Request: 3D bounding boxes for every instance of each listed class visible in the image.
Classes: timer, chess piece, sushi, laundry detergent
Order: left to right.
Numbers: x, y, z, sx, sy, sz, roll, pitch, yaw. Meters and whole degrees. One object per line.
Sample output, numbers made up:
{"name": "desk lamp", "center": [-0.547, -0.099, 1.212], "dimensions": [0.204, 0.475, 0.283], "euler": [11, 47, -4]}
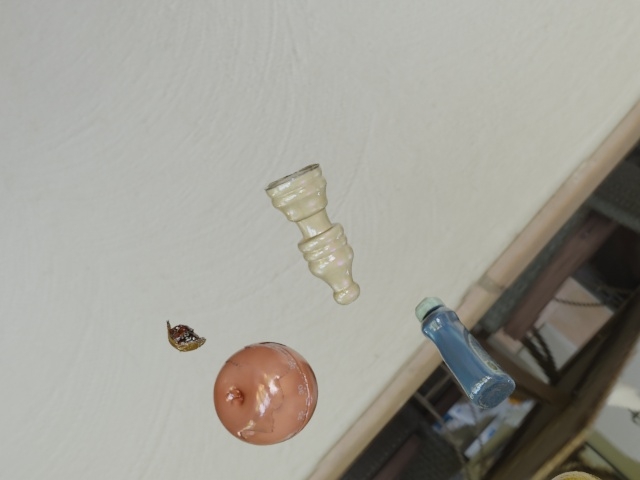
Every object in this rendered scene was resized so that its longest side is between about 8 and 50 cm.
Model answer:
{"name": "sushi", "center": [-0.272, 0.192, 1.708], "dimensions": [0.047, 0.099, 0.050], "euler": [87, 24, -44]}
{"name": "timer", "center": [-0.124, 0.342, 1.926], "dimensions": [0.230, 0.229, 0.214], "euler": [-53, 153, 19]}
{"name": "chess piece", "center": [0.000, 0.000, 1.835], "dimensions": [0.124, 0.307, 0.139], "euler": [-23, -170, 8]}
{"name": "laundry detergent", "center": [0.293, 0.231, 1.862], "dimensions": [0.143, 0.290, 0.094], "euler": [22, 113, -48]}

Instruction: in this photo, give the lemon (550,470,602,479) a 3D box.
{"name": "lemon", "center": [0.557, 0.604, 1.855], "dimensions": [0.187, 0.186, 0.244], "euler": [-59, 176, 39]}
